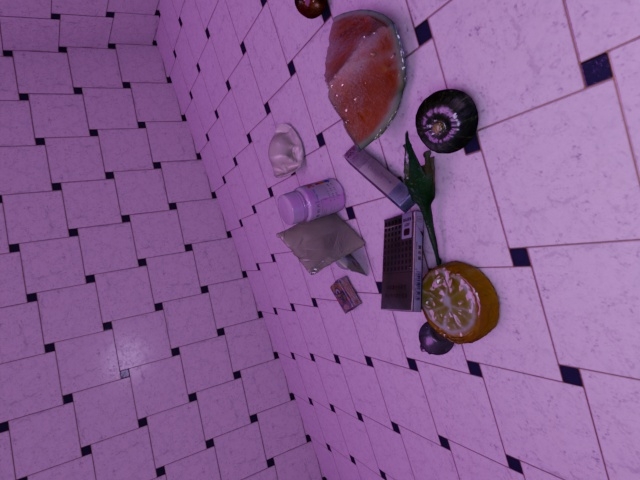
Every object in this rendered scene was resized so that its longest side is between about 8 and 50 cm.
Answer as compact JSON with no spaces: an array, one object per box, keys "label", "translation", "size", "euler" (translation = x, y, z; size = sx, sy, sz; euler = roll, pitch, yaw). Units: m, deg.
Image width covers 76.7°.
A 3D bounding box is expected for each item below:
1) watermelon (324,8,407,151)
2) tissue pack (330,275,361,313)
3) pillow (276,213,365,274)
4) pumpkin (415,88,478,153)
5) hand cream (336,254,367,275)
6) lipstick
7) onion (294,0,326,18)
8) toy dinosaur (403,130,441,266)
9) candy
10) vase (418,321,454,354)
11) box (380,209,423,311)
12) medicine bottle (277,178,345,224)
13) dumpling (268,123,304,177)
[{"label":"watermelon","translation":[0.159,-0.494,1.204],"size":[0.222,0.319,0.292],"euler":[-12,140,34]},{"label":"tissue pack","translation":[0.116,0.251,1.866],"size":[0.148,0.060,0.109],"euler":[60,151,15]},{"label":"pillow","translation":[0.000,-0.001,1.693],"size":[0.281,0.274,0.076],"euler":[45,156,36]},{"label":"pumpkin","translation":[0.331,-0.315,1.069],"size":[0.167,0.125,0.167],"euler":[19,113,55]},{"label":"hand cream","translation":[0.075,0.050,1.753],"size":[0.306,0.147,0.093],"euler":[42,102,39]},{"label":"lipstick","translation":[0.201,-0.218,1.390],"size":[0.317,0.066,0.068],"euler":[49,-173,35]},{"label":"onion","translation":[-0.033,-0.824,1.390],"size":[0.117,0.118,0.119],"euler":[10,116,54]},{"label":"toy dinosaur","translation":[0.292,-0.110,1.175],"size":[0.087,0.447,0.301],"euler":[-4,74,27]},{"label":"candy","translation":[0.420,0.190,1.245],"size":[0.260,0.118,0.260],"euler":[33,132,46]},{"label":"vase","translation":[0.393,0.351,1.410],"size":[0.120,0.120,0.183],"euler":[55,162,26]},{"label":"box","translation":[0.272,0.073,1.357],"size":[0.180,0.047,0.325],"euler":[163,113,-65]},{"label":"medicine bottle","translation":[-0.036,-0.158,1.669],"size":[0.152,0.254,0.152],"euler":[39,140,42]},{"label":"dumpling","translation":[-0.152,-0.415,1.875],"size":[0.179,0.131,0.252],"euler":[5,91,38]}]
